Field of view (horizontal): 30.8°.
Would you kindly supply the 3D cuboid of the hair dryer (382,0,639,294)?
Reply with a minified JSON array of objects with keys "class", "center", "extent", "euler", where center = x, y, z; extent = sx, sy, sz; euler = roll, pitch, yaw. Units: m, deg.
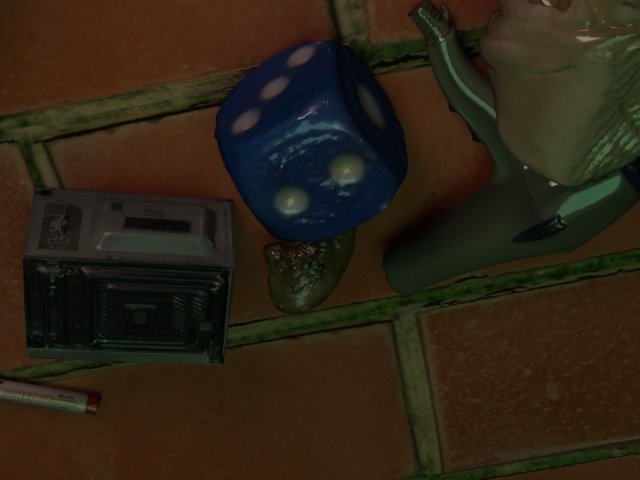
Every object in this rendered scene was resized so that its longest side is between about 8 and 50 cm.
[{"class":"hair dryer","center":[0.142,-0.061,1.191],"extent":[0.298,0.119,0.296],"euler":[33,125,-10]}]

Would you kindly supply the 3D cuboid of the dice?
[{"class":"dice","center":[-0.007,-0.092,1.099],"extent":[0.146,0.146,0.143],"euler":[-27,125,16]}]

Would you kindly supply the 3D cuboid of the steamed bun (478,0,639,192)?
[{"class":"steamed bun","center":[0.274,-0.212,0.993],"extent":[0.320,0.206,0.275],"euler":[-28,148,-11]}]

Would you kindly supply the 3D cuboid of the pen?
[{"class":"pen","center":[-0.367,0.176,1.363],"extent":[0.218,0.026,0.026],"euler":[12,127,-15]}]

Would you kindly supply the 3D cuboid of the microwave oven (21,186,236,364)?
[{"class":"microwave oven","center":[-0.197,0.039,1.203],"extent":[0.208,0.122,0.162],"euler":[3,130,-8]}]

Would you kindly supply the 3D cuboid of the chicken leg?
[{"class":"chicken leg","center":[0.000,0.000,1.233],"extent":[0.093,0.070,0.178],"euler":[30,114,-20]}]
